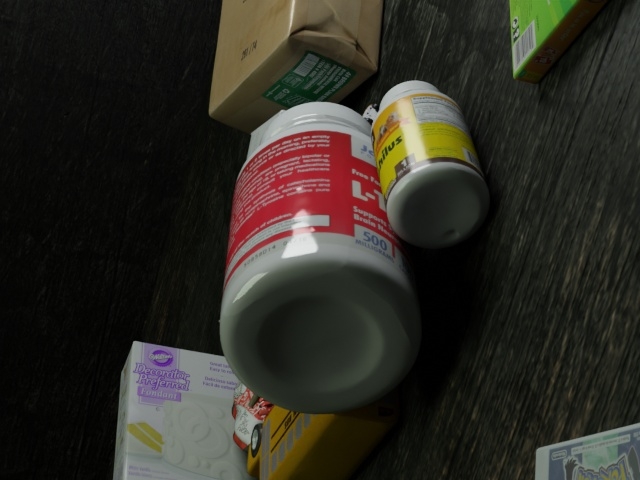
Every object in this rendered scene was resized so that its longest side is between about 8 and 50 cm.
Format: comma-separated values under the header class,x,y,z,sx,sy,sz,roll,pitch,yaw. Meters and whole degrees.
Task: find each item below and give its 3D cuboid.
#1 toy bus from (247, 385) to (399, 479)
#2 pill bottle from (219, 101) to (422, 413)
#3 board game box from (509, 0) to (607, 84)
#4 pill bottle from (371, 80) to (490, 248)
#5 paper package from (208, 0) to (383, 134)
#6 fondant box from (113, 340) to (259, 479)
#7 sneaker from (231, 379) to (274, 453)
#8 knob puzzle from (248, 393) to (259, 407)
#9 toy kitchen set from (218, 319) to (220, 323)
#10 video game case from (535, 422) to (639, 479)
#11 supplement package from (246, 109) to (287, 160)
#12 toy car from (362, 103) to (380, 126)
class,x,y,z,sx,sy,sz,roll,pitch,yaw
toy bus,-0.004,0.261,1.596,0.333,0.108,0.130,121,154,-48
pill bottle,0.000,0.000,1.469,0.408,0.229,0.229,-91,19,-55
board game box,0.262,-0.280,1.193,0.259,0.039,0.124,122,154,-58
pill bottle,0.123,-0.097,1.393,0.215,0.117,0.117,-98,25,-51
paper package,-0.041,-0.363,1.994,0.325,0.168,0.310,-33,47,55
fondant box,-0.235,0.345,2.101,0.330,0.238,0.096,-96,23,-48
sneaker,-0.090,0.250,1.936,0.270,0.090,0.145,-136,57,-75
knob puzzle,-0.049,0.149,1.815,0.213,0.030,0.213,-55,-5,-7
toy kitchen set,-0.134,0.167,2.285,0.083,0.075,0.068,20,56,43
video game case,0.223,0.246,0.954,0.201,0.023,0.183,139,140,-65
supplement package,-0.036,-0.081,1.880,0.203,0.149,0.194,163,118,-72
toy car,0.086,-0.137,1.679,0.040,0.060,0.122,70,-156,-52
